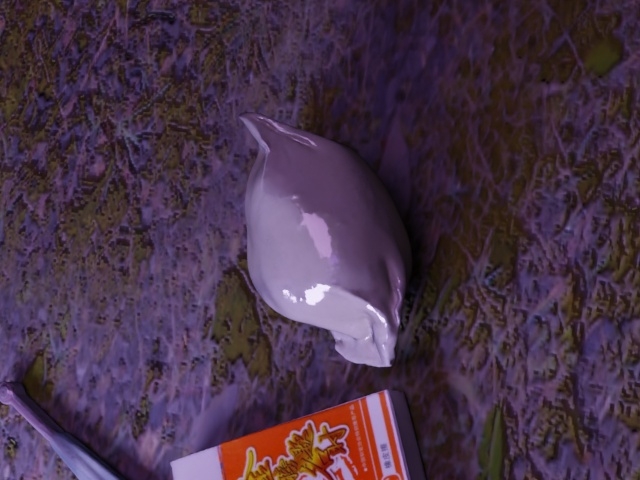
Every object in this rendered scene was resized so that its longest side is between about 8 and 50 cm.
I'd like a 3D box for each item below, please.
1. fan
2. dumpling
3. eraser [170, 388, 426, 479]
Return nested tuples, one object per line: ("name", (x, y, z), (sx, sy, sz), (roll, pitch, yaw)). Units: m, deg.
("fan", (-0.218, 0.223, 1.464), (0.282, 0.023, 0.057), (36, 120, 30))
("dumpling", (0.000, 0.000, 1.322), (0.132, 0.162, 0.250), (-27, 78, -15))
("eraser", (-0.015, 0.236, 1.339), (0.230, 0.038, 0.157), (-21, 72, 25))
